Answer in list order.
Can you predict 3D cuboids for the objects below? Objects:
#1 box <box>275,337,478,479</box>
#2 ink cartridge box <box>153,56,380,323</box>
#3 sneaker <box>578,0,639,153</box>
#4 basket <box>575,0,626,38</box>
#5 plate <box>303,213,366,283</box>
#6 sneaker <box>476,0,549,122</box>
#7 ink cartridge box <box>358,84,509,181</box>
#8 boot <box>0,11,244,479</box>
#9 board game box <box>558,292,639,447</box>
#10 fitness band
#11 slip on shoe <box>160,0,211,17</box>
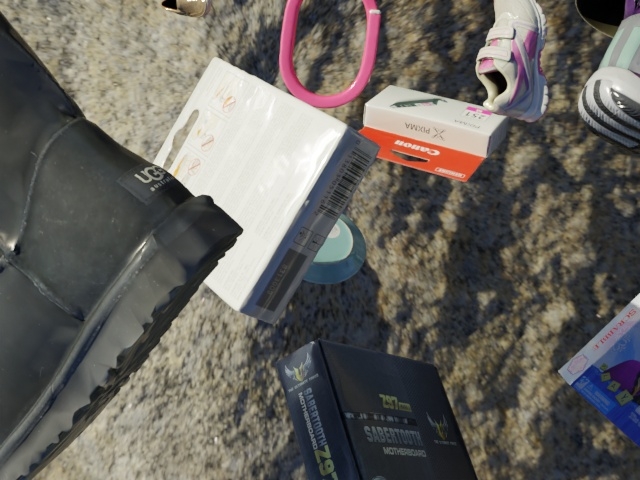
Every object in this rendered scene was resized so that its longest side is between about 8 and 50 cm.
[{"bbox_3d":[0.068,0.202,0.830,0.059,0.233,0.183,-33,59,25],"label":"box"},{"bbox_3d":[-0.122,-0.093,1.331,0.091,0.385,0.308,25,98,-44],"label":"ink cartridge box"},{"bbox_3d":[0.278,-0.078,0.547,0.224,0.083,0.098,26,79,-17],"label":"sneaker"},{"bbox_3d":[0.660,-0.534,1.703,0.204,0.154,0.226,25,70,29],"label":"basket"},{"bbox_3d":[0.000,0.000,1.641,0.188,0.188,0.024,12,143,-5],"label":"plate"},{"bbox_3d":[0.342,-0.340,1.538,0.111,0.103,0.252,-6,89,-23],"label":"sneaker"},{"bbox_3d":[0.212,-0.223,1.707,0.275,0.239,0.060,18,124,22],"label":"ink cartridge box"},{"bbox_3d":[-0.323,-0.036,0.653,0.445,0.146,0.367,41,115,1],"label":"boot"},{"bbox_3d":[0.685,0.248,1.634,0.319,0.066,0.318,40,99,-17],"label":"board game box"},{"bbox_3d":[0.019,-0.431,1.827,0.209,0.054,0.290,7,105,-3],"label":"fitness band"},{"bbox_3d":[-0.284,-0.499,1.784,0.041,0.135,0.051,-15,117,-43],"label":"slip on shoe"}]
